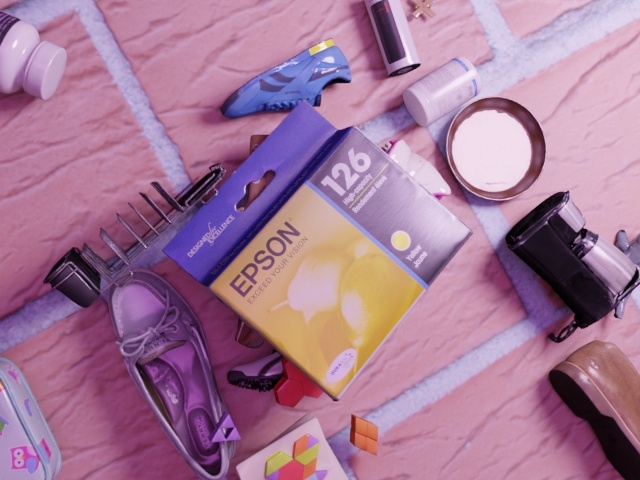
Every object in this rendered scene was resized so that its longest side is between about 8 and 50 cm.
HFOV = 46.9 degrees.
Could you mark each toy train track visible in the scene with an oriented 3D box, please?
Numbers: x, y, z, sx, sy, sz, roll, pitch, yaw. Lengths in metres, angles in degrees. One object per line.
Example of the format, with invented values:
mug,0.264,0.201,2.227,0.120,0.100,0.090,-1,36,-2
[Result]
toy train track,0.176,-0.385,1.192,0.048,0.014,0.083,43,76,3

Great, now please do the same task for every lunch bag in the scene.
lunch bag,-0.513,0.305,1.000,0.279,0.108,0.224,-27,96,-7

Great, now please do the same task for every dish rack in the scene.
dish rack,-0.248,-0.023,1.016,0.271,0.208,0.074,-44,105,-9

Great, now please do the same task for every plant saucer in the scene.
plant saucer,0.279,-0.146,1.185,0.168,0.029,0.168,1,86,-9

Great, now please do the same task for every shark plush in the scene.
shark plush,0.498,0.044,1.185,0.073,0.067,0.161,36,82,-5

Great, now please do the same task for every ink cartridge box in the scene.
ink cartridge box,0.000,0.000,1.000,0.307,0.072,0.304,41,76,-1

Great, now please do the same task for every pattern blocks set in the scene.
pattern blocks set,-0.032,0.347,1.049,0.285,0.026,0.325,-42,114,-17

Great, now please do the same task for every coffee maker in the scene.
coffee maker,0.373,0.040,1.142,0.178,0.120,0.171,44,82,-3

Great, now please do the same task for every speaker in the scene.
speaker,0.112,-0.331,1.158,0.055,0.055,0.136,-17,90,-9

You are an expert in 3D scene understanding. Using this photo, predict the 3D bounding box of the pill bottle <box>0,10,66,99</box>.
pill bottle,-0.467,-0.273,1.041,0.193,0.108,0.108,22,84,-6

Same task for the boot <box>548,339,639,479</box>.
boot,0.496,0.294,1.157,0.115,0.112,0.305,-35,90,-19

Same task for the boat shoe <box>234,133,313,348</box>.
boat shoe,-0.090,-0.006,1.084,0.116,0.123,0.324,12,76,-4

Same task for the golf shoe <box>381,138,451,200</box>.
golf shoe,0.086,0.001,1.108,0.140,0.115,0.306,31,84,-9

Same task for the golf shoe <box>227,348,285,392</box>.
golf shoe,-0.045,0.171,1.104,0.198,0.077,0.094,-7,71,-11

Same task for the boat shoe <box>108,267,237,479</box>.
boat shoe,-0.209,0.188,1.054,0.118,0.103,0.320,-22,91,-9

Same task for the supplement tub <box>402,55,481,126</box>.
supplement tub,0.190,-0.234,1.156,0.107,0.071,0.071,-31,91,-9

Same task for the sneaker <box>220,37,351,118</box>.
sneaker,-0.048,-0.226,1.121,0.209,0.069,0.082,-30,95,-9
